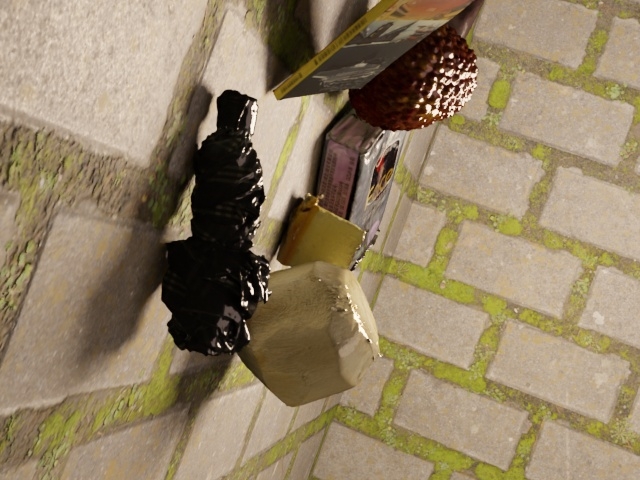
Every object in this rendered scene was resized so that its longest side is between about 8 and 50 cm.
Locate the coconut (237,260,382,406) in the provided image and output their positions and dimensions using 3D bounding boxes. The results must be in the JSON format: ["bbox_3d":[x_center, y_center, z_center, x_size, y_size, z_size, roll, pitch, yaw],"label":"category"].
[{"bbox_3d":[-0.035,0.166,1.623,0.245,0.247,0.245,-22,90,-80],"label":"coconut"}]

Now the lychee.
[{"bbox_3d":[0.166,-0.320,1.715,0.236,0.271,0.235,176,-90,-67],"label":"lychee"}]

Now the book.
[{"bbox_3d":[0.124,-0.329,1.375,0.374,0.028,0.262,-34,173,33],"label":"book"}]

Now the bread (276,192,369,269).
[{"bbox_3d":[0.000,0.000,1.748,0.152,0.147,0.127,-62,180,-5],"label":"bread"}]

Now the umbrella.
[{"bbox_3d":[-0.132,-0.020,1.196,0.128,0.154,0.336,4,87,-46],"label":"umbrella"}]

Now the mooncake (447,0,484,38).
[{"bbox_3d":[0.264,-0.474,2.136,0.283,0.141,0.283,-62,175,-10],"label":"mooncake"}]

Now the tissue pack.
[{"bbox_3d":[0.071,-0.111,1.923,0.259,0.122,0.361,-51,160,-48],"label":"tissue pack"}]
